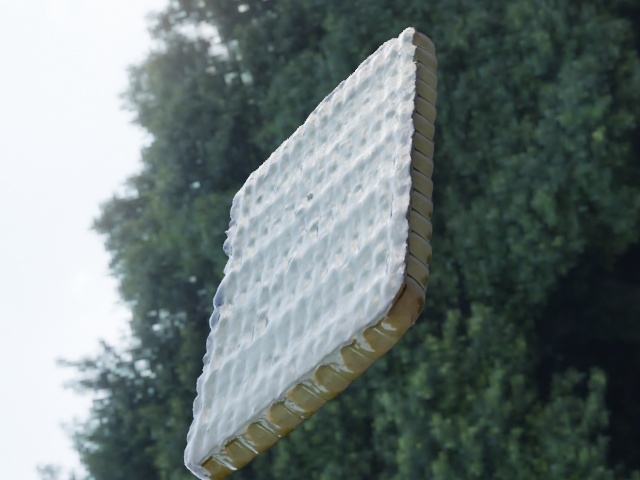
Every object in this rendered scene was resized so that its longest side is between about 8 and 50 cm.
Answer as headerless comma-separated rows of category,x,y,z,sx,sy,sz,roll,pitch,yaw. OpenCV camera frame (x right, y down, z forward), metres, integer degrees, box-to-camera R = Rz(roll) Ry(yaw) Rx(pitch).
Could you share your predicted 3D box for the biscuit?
biscuit,0.000,0.000,0.719,0.029,0.172,0.254,34,-146,-21
